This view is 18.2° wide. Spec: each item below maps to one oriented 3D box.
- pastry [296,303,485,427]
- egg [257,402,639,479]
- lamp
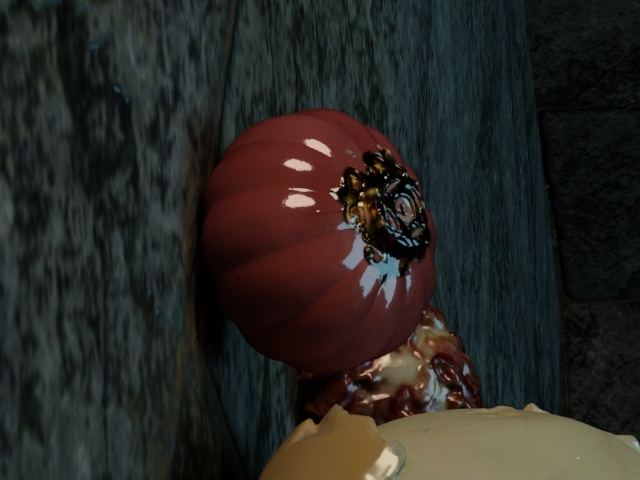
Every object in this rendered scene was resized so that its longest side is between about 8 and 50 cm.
[{"bbox_3d":[0.043,0.124,1.019,0.115,0.097,0.209,-95,177,-69],"label":"pastry"},{"bbox_3d":[0.054,0.177,0.769,0.201,0.201,0.244,47,53,-75],"label":"egg"},{"bbox_3d":[0.000,0.000,0.801,0.107,0.092,0.107,20,61,-41],"label":"lamp"}]
